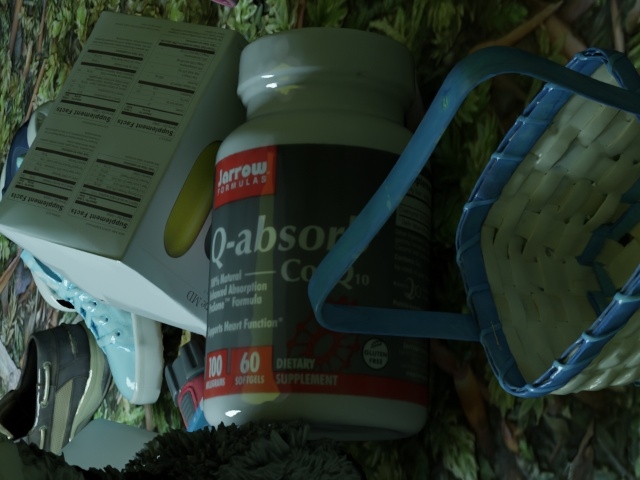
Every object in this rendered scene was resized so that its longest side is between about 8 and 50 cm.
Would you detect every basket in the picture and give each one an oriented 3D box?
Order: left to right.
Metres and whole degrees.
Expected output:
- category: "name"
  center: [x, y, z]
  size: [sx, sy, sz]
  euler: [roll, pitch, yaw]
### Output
- category: "basket"
  center: [0.162, -0.009, 1.025]
  size: [0.255, 0.289, 0.201]
  euler: [-54, 42, 37]

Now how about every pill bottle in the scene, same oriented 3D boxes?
- category: "pill bottle"
  center: [0.000, 0.000, 1.357]
  size: [0.210, 0.210, 0.363]
  euler: [-18, 66, 56]

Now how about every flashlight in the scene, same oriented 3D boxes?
- category: "flashlight"
  center: [-0.080, 0.245, 1.555]
  size: [0.103, 0.103, 0.304]
  euler: [-29, 54, 3]

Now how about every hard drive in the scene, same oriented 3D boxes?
- category: "hard drive"
  center: [-0.244, 0.307, 1.695]
  size: [0.307, 0.203, 0.040]
  euler: [3, 130, 51]

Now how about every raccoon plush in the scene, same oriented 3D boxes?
- category: "raccoon plush"
  center: [-0.156, 0.231, 1.255]
  size: [0.299, 0.446, 0.216]
  euler: [-10, 51, 54]

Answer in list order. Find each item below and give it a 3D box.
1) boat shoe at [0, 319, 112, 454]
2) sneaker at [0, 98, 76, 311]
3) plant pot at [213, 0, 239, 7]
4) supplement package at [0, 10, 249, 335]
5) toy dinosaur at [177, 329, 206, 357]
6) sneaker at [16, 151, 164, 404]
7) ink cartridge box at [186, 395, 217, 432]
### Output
- category: "boat shoe"
  center: [-0.405, 0.261, 2.034]
  size: [0.132, 0.130, 0.355]
  euler: [47, 123, 51]
- category: "sneaker"
  center: [-0.389, -0.025, 2.093]
  size: [0.236, 0.130, 0.323]
  euler: [139, 125, -60]
- category: "plant pot"
  center: [-0.151, -0.404, 1.725]
  size: [0.201, 0.201, 0.180]
  euler: [29, 93, 56]
- category: "supplement package"
  center: [-0.164, -0.069, 1.507]
  size: [0.198, 0.199, 0.263]
  euler: [14, 71, 36]
- category: "toy dinosaur"
  center: [-0.152, 0.120, 1.730]
  size: [0.092, 0.053, 0.183]
  euler: [-48, 45, 44]
- category: "sneaker"
  center: [-0.305, 0.044, 1.848]
  size: [0.135, 0.150, 0.366]
  euler: [135, 121, -68]
- category: "ink cartridge box"
  center: [-0.054, 0.141, 1.471]
  size: [0.060, 0.104, 0.180]
  euler: [-164, 99, -85]
